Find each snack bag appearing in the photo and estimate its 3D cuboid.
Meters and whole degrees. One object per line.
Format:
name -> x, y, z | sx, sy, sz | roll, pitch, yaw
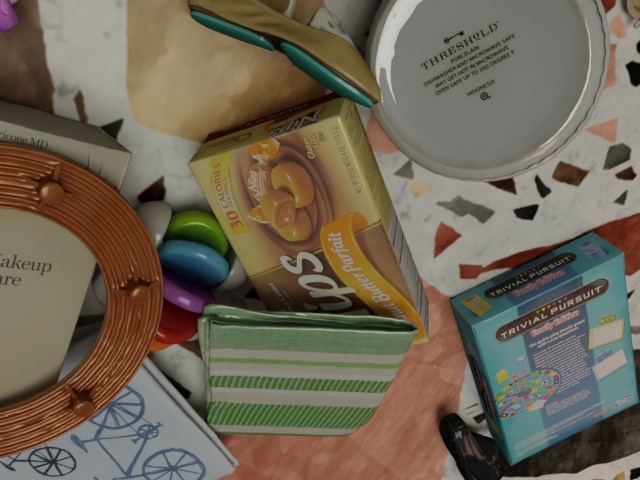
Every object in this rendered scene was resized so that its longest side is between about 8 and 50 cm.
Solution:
snack bag -> -0.335, 0.289, 0.857 | 0.342, 0.037, 0.323 | -26, 122, 8

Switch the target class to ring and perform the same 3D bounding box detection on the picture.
ring -> -0.311, 0.074, 0.579 | 0.336, 0.032, 0.336 | -14, 119, -27

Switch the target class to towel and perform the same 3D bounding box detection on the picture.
towel -> -0.033, 0.184, 0.814 | 0.248, 0.038, 0.325 | 4, 141, -6

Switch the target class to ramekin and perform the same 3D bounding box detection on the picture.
ramekin -> 0.169, -0.187, 0.658 | 0.273, 0.127, 0.273 | 5, 108, 15

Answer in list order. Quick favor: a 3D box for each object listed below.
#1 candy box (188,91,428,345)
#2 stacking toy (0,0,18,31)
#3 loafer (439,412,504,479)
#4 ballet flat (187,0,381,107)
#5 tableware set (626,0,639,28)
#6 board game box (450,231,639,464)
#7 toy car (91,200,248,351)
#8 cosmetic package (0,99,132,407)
candy box -> 0.000, 0.000, 0.747 | 0.183, 0.087, 0.316 | -13, 121, 20
stacking toy -> -0.340, -0.227, 0.551 | 0.302, 0.166, 0.175 | -31, 110, -13
loafer -> 0.268, 0.365, 1.082 | 0.078, 0.076, 0.223 | -33, 126, -5
ballet flat -> -0.029, -0.216, 0.629 | 0.232, 0.080, 0.073 | 29, 93, 10
tableware set -> 0.431, -0.366, 0.781 | 0.141, 0.020, 0.168 | -37, 121, 4
board game box -> 0.376, 0.185, 1.016 | 0.254, 0.079, 0.336 | -25, 121, -4
toy car -> -0.174, 0.053, 0.741 | 0.159, 0.136, 0.182 | 30, 105, -28
cosmetic package -> -0.331, 0.019, 0.642 | 0.160, 0.113, 0.309 | 10, 107, -43
